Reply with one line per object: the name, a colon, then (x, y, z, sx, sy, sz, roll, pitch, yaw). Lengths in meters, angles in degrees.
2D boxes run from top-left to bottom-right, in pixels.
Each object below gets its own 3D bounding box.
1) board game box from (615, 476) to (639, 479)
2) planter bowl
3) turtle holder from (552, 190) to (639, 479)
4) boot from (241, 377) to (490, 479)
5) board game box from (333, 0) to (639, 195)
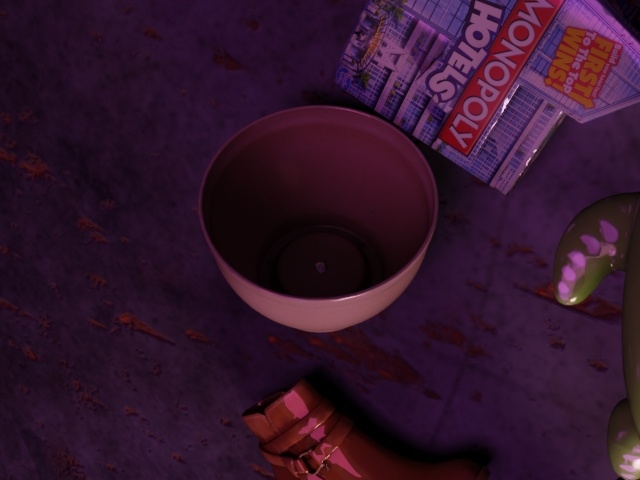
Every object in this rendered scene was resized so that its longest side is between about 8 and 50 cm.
board game box: (0.293, 0.240, 0.710, 0.165, 0.042, 0.243, -35, 95, -6)
planter bowl: (0.000, 0.000, 0.767, 0.162, 0.162, 0.109, 26, 151, 18)
turtle holder: (0.280, 0.007, 0.527, 0.227, 0.243, 0.320, 17, 108, 50)
boot: (0.028, 0.175, 0.882, 0.197, 0.073, 0.152, -30, 92, 35)
board game box: (0.121, -0.119, 0.677, 0.194, 0.060, 0.194, 35, 128, 9)
